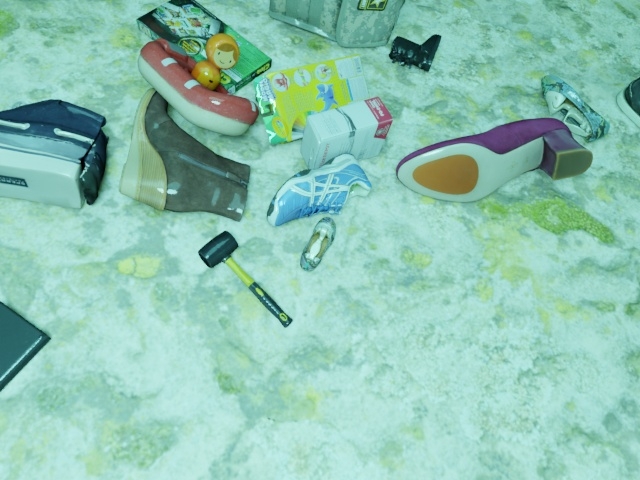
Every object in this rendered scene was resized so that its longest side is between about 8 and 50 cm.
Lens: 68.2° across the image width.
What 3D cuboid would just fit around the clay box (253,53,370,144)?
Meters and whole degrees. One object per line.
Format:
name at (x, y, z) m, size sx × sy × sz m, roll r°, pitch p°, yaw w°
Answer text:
clay box at (-0.015, -0.267, 0.904) m, size 0.221 × 0.053 × 0.128 m, roll -19°, pitch 100°, yaw -18°

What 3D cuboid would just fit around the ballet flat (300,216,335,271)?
ballet flat at (0.000, 0.000, 0.808) m, size 0.041 × 0.041 × 0.115 m, roll 24°, pitch 61°, yaw 3°

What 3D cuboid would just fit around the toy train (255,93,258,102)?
toy train at (-0.051, -0.290, 0.948) m, size 0.158 × 0.036 × 0.027 m, roll 0°, pitch 63°, yaw -10°

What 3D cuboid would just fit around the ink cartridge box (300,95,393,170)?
ink cartridge box at (0.044, -0.192, 0.874) m, size 0.150 × 0.109 × 0.063 m, roll -20°, pitch 69°, yaw -19°

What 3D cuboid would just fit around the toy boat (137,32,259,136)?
toy boat at (-0.198, -0.295, 0.840) m, size 0.231 × 0.151 × 0.151 m, roll 44°, pitch 108°, yaw 11°

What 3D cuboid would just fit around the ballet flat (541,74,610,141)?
ballet flat at (0.548, -0.290, 1.044) m, size 0.070 × 0.070 × 0.188 m, roll -33°, pitch 70°, yaw -23°

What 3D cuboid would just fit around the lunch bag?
lunch bag at (0.052, -0.557, 0.990) m, size 0.286 × 0.235 × 0.169 m, roll 22°, pitch 56°, yaw 2°

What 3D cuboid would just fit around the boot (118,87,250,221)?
boot at (-0.229, -0.150, 0.838) m, size 0.206 × 0.090 × 0.249 m, roll 11°, pitch 56°, yaw -21°

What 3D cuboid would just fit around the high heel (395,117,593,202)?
high heel at (0.320, -0.174, 0.942) m, size 0.376 × 0.127 × 0.181 m, roll -3°, pitch 35°, yaw -7°

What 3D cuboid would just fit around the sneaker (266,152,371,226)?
sneaker at (0.000, -0.080, 0.826) m, size 0.211 × 0.080 × 0.081 m, roll -33°, pitch 70°, yaw -22°

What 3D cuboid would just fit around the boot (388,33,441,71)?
boot at (0.214, -0.437, 1.069) m, size 0.099 × 0.045 × 0.121 m, roll 22°, pitch 62°, yaw 5°

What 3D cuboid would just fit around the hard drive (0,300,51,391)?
hard drive at (-0.462, 0.162, 0.653) m, size 0.094 × 0.022 × 0.135 m, roll 32°, pitch 63°, yaw 7°

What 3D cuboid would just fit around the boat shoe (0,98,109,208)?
boat shoe at (-0.517, -0.162, 0.764) m, size 0.340 × 0.127 × 0.158 m, roll 13°, pitch 55°, yaw -12°

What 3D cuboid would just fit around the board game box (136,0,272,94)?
board game box at (-0.241, -0.409, 0.981) m, size 0.259 × 0.030 × 0.136 m, roll 41°, pitch 62°, yaw 11°

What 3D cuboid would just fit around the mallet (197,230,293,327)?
mallet at (-0.110, 0.060, 0.764) m, size 0.189 × 0.039 × 0.062 m, roll 38°, pitch 67°, yaw 6°

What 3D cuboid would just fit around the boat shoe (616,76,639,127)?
boat shoe at (0.831, -0.252, 1.043) m, size 0.127 × 0.113 × 0.340 m, roll -28°, pitch 71°, yaw -22°
